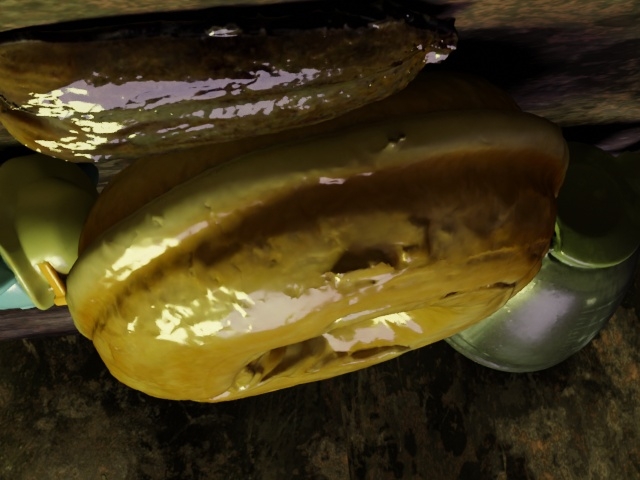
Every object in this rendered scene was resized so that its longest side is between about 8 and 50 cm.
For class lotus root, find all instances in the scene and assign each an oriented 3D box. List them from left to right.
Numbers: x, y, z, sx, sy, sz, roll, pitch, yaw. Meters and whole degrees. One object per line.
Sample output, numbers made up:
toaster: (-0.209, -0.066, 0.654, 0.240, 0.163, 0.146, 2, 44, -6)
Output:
lotus root: (-0.068, -0.103, 1.119, 0.329, 0.078, 0.167, -6, 175, -4)

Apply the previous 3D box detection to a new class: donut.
donut: (0.000, 0.000, 1.369, 0.449, 0.198, 0.449, -17, 165, -5)

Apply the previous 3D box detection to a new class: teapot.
teapot: (0.282, 0.000, 1.776, 0.322, 0.239, 0.239, 1, 158, -21)

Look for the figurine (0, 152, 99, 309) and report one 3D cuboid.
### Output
figurine: (-0.301, -0.011, 1.506, 0.180, 0.153, 0.262, -13, -164, -40)
